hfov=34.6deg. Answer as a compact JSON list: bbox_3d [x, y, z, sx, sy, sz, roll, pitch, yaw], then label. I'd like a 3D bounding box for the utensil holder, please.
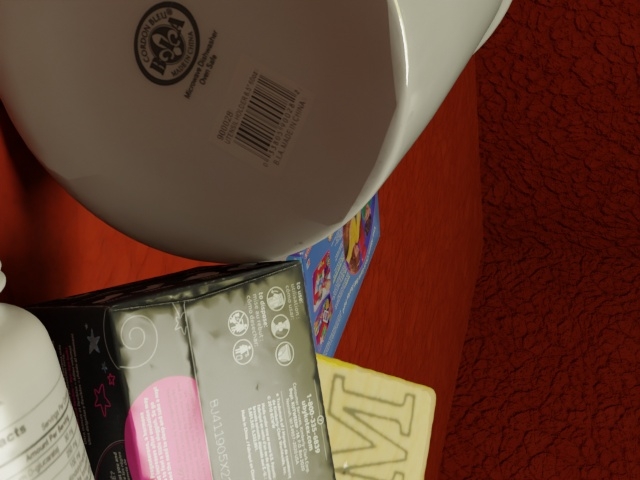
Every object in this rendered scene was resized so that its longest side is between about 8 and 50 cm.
[{"bbox_3d":[-0.030,-0.206,0.804,0.385,0.327,0.327,-55,147,-55],"label":"utensil holder"}]

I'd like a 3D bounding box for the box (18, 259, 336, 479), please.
[{"bbox_3d":[-0.093,0.149,0.717,0.163,0.142,0.247,-13,96,-41],"label":"box"}]

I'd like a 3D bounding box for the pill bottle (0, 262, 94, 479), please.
[{"bbox_3d":[-0.202,0.128,0.533,0.160,0.160,0.283,-46,126,-65],"label":"pill bottle"}]

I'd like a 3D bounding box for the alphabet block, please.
[{"bbox_3d":[-0.012,0.240,1.131,0.193,0.192,0.197,21,71,-31],"label":"alphabet block"}]

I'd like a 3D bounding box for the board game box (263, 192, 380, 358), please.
[{"bbox_3d":[0.000,0.000,1.408,0.347,0.078,0.233,-65,155,-49],"label":"board game box"}]
